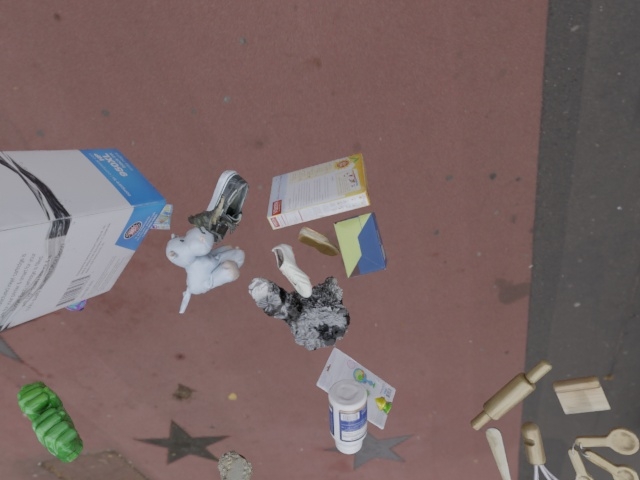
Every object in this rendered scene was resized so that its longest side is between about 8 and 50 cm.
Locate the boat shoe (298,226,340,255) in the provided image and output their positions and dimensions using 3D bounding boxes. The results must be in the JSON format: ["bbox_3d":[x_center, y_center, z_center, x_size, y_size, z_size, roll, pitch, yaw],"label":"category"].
[{"bbox_3d":[0.000,0.000,1.527,0.170,0.059,0.063,28,140,-24],"label":"boat shoe"}]

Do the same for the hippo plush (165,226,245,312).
[{"bbox_3d":[-0.454,0.057,1.573,0.294,0.234,0.237,-30,118,5],"label":"hippo plush"}]

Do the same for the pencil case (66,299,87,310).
[{"bbox_3d":[-0.734,0.161,1.289,0.070,0.151,0.065,-19,108,-20],"label":"pencil case"}]

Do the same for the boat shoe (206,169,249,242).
[{"bbox_3d":[-0.372,-0.110,1.684,0.119,0.121,0.335,37,126,20],"label":"boat shoe"}]

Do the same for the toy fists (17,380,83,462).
[{"bbox_3d":[-0.808,0.529,1.272,0.096,0.279,0.142,-38,142,-29],"label":"toy fists"}]

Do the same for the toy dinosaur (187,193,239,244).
[{"bbox_3d":[-0.326,-0.056,1.308,0.118,0.064,0.268,46,144,-20],"label":"toy dinosaur"}]

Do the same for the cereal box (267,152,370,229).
[{"bbox_3d":[-0.006,-0.121,1.029,0.240,0.173,0.047,-13,130,13],"label":"cereal box"}]

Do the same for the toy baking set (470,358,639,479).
[{"bbox_3d":[0.328,0.305,0.627,0.256,0.197,0.030,-50,159,25],"label":"toy baking set"}]

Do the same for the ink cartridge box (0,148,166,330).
[{"bbox_3d":[-0.507,0.004,0.716,0.166,0.395,0.285,46,114,7],"label":"ink cartridge box"}]

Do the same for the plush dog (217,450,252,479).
[{"bbox_3d":[-0.230,0.710,1.064,0.210,0.262,0.225,-26,149,-41],"label":"plush dog"}]

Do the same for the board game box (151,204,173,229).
[{"bbox_3d":[-0.618,-0.089,1.534,0.154,0.103,0.026,3,140,-12],"label":"board game box"}]

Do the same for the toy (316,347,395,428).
[{"bbox_3d":[0.105,0.452,1.296,0.237,0.137,0.056,33,139,0],"label":"toy"}]

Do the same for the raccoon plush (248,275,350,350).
[{"bbox_3d":[-0.054,0.183,1.559,0.216,0.299,0.446,-33,120,12],"label":"raccoon plush"}]

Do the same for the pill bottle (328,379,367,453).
[{"bbox_3d":[0.049,0.310,0.744,0.067,0.067,0.120,-3,115,-1],"label":"pill bottle"}]

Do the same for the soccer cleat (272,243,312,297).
[{"bbox_3d":[-0.095,0.101,1.374,0.076,0.196,0.068,-11,158,-50],"label":"soccer cleat"}]

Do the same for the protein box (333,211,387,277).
[{"bbox_3d":[0.149,0.009,1.529,0.135,0.201,0.200,-14,92,11],"label":"protein box"}]
